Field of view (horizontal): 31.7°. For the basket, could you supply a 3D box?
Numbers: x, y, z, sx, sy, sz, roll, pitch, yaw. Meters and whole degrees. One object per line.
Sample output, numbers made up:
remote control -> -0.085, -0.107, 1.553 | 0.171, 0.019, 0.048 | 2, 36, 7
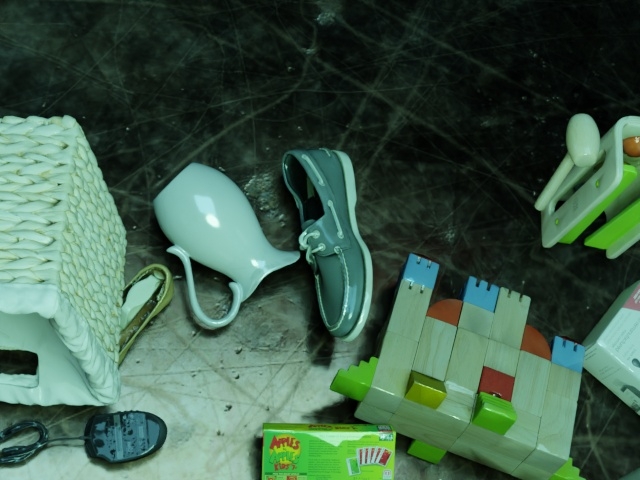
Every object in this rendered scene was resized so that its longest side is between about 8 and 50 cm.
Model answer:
basket -> -0.426, 0.035, 1.414 | 0.329, 0.331, 0.266 | 1, 62, 5

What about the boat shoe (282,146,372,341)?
boat shoe -> 0.000, 0.000, 1.660 | 0.099, 0.116, 0.319 | 12, 56, -30

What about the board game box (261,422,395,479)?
board game box -> 0.010, 0.302, 1.553 | 0.181, 0.043, 0.092 | 2, 94, -4

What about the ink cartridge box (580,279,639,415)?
ink cartridge box -> 0.526, 0.187, 1.729 | 0.218, 0.092, 0.158 | 42, 65, 4

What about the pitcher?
pitcher -> -0.160, 0.006, 1.632 | 0.207, 0.125, 0.178 | 46, 69, -5

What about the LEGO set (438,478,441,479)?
LEGO set -> 0.132, 0.452, 1.544 | 0.182, 0.060, 0.244 | -28, 79, -23

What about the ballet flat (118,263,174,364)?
ballet flat -> -0.290, 0.118, 1.575 | 0.080, 0.073, 0.232 | 35, 65, 3

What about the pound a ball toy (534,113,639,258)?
pound a ball toy -> 0.415, -0.100, 1.695 | 0.208, 0.319, 0.135 | 10, 66, -9

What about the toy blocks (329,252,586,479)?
toy blocks -> 0.226, 0.176, 1.633 | 0.382, 0.190, 0.260 | 21, 53, -1

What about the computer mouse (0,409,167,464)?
computer mouse -> -0.329, 0.273, 1.527 | 0.242, 0.041, 0.071 | -3, 70, -7

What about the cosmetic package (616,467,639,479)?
cosmetic package -> 0.492, 0.521, 1.423 | 0.394, 0.329, 0.327 | 42, 55, 5
